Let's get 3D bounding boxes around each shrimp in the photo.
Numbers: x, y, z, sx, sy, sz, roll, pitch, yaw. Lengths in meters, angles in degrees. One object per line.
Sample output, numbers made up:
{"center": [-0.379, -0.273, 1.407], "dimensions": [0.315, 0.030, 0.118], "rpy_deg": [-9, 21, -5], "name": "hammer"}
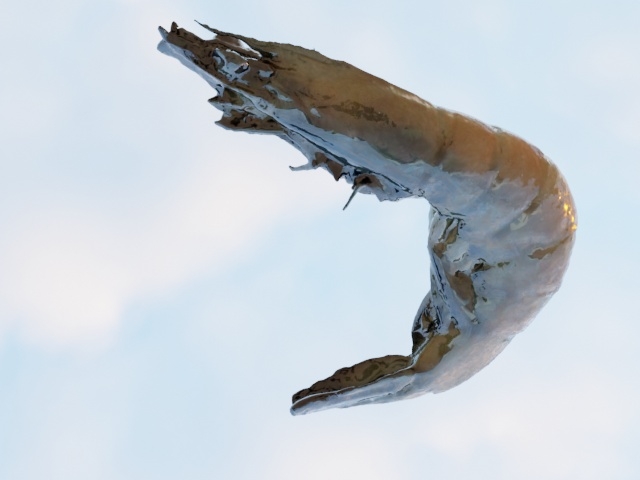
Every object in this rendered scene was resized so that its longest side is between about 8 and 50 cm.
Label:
{"center": [0.000, 0.000, 1.033], "dimensions": [0.262, 0.198, 0.051], "rpy_deg": [25, -161, -19], "name": "shrimp"}
